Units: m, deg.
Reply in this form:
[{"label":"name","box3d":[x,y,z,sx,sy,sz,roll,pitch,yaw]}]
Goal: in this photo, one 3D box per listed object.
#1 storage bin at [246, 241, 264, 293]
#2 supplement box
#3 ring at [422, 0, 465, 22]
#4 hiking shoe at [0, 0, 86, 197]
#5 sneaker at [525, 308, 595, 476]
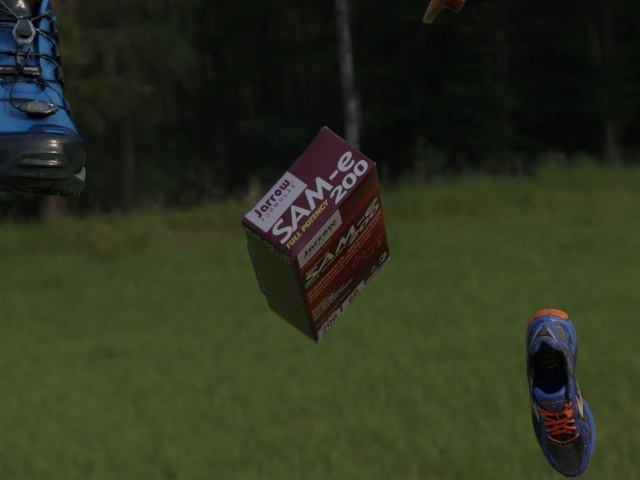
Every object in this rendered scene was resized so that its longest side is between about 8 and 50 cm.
[{"label":"storage bin","box3d":[-0.042,0.034,2.294,0.091,0.098,0.135,19,31,-27]},{"label":"supplement box","box3d":[0.000,0.000,1.764,0.073,0.130,0.239,36,-15,19]},{"label":"ring","box3d":[0.202,-0.366,1.797,0.032,0.336,0.336,30,-1,-2]},{"label":"hiking shoe","box3d":[-0.241,-0.125,1.284,0.113,0.132,0.304,3,20,-25]},{"label":"sneaker","box3d":[0.299,0.203,2.236,0.083,0.221,0.087,-11,11,18]}]
